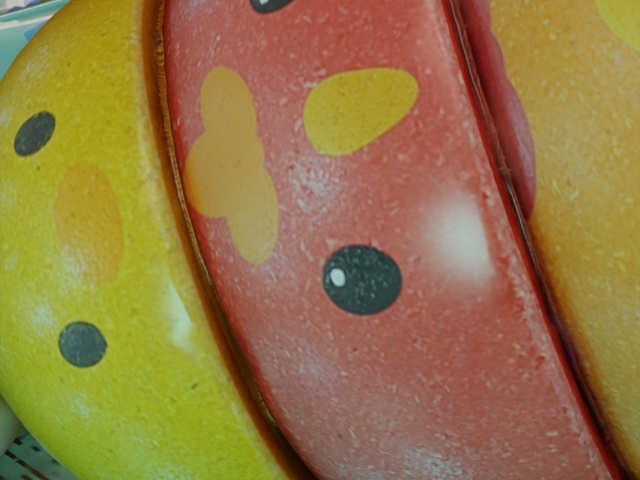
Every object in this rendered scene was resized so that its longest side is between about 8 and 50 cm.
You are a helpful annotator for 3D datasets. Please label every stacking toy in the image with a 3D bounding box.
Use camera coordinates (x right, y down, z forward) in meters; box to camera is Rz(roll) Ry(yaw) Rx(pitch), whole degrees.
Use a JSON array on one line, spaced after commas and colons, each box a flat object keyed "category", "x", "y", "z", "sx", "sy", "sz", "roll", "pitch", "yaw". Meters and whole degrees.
[{"category": "stacking toy", "x": 0.000, "y": 0.000, "z": 0.639, "sx": 0.480, "sy": 0.350, "sz": 0.350, "roll": -20, "pitch": 53, "yaw": 12}]

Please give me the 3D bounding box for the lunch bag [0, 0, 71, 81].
[{"category": "lunch bag", "x": -0.078, "y": -0.140, "z": 0.807, "sx": 0.279, "sy": 0.108, "sz": 0.224, "roll": -21, "pitch": 50, "yaw": -9}]
